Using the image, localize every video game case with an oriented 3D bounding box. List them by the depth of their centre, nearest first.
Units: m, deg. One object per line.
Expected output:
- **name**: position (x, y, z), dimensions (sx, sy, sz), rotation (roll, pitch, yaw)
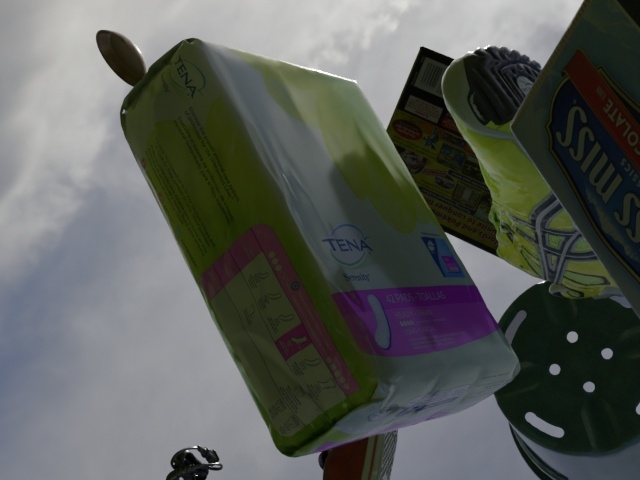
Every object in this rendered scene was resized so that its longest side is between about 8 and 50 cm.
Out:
- **video game case**: position (0.229, -0.132, 1.422), dimensions (0.275, 0.035, 0.248), rotation (26, -76, 17)

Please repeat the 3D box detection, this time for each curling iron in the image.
- **curling iron**: position (-0.147, 0.338, 1.115), dimensions (0.035, 0.068, 0.274), rotation (51, -30, 41)

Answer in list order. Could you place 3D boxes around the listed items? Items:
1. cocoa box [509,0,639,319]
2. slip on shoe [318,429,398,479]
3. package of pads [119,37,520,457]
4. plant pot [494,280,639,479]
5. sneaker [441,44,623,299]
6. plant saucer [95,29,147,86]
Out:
- **cocoa box**: position (0.318, -0.033, 0.532), dimensions (0.347, 0.232, 0.228), rotation (65, -34, 35)
- **slip on shoe**: position (0.048, 0.292, 1.288), dimensions (0.101, 0.123, 0.331), rotation (1, -131, 16)
- **package of pads**: position (0.000, 0.000, 0.687), dimensions (0.101, 0.229, 0.296), rotation (-40, -113, 28)
- **plant pot**: position (0.411, 0.213, 1.378), dimensions (0.341, 0.334, 0.341), rotation (-8, -112, 21)
- **sneaker**: position (0.217, -0.033, 0.885), dimensions (0.147, 0.385, 0.145), rotation (-26, -135, 28)
- **plant saucer**: position (-0.236, -0.222, 1.116), dimensions (0.083, 0.083, 0.015), rotation (12, -129, 49)
